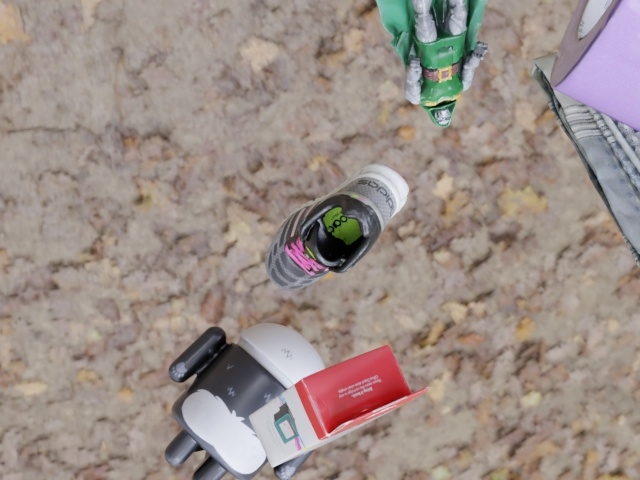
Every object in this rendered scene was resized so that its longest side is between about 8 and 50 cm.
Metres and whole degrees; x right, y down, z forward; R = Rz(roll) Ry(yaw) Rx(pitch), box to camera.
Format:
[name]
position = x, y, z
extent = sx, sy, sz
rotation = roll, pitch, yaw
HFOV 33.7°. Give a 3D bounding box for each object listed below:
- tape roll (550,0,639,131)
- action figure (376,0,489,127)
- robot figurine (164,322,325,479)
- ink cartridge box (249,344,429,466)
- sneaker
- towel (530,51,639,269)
[tape roll]
position = 0.292, -0.229, 0.859
extent = 0.090, 0.275, 0.275
rotation = 27, 116, 1
[action figure]
position = 0.123, -0.200, 1.081
extent = 0.137, 0.063, 0.232
rotation = -15, 146, -3
[robot figurine]
position = -0.116, 0.256, 1.631
extent = 0.278, 0.173, 0.209
rotation = -47, 128, -9
[ink cartridge box]
position = 0.019, 0.202, 1.310
extent = 0.134, 0.078, 0.231
rotation = -18, 166, -31
[sneaker]
position = 0.000, 0.000, 0.895
extent = 0.063, 0.075, 0.170
rotation = 48, 130, -6
[towel]
position = 0.425, -0.114, 1.120
extent = 0.324, 0.312, 0.056
rotation = -21, 162, -14
